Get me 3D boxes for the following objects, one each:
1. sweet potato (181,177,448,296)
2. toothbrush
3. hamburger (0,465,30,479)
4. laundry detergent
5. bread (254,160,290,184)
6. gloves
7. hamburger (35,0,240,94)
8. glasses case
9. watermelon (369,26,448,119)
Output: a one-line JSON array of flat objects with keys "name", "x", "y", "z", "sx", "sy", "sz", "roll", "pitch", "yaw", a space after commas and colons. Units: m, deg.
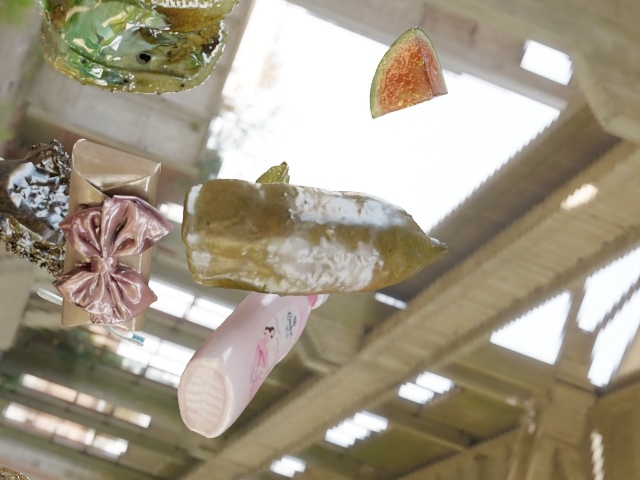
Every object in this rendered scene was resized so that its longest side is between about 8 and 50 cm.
[{"name": "sweet potato", "x": 0.000, "y": 0.000, "z": 1.798, "sx": 0.158, "sy": 0.369, "sz": 0.158, "roll": -178, "pitch": -90, "yaw": -81}, {"name": "toothbrush", "x": -0.251, "y": 0.084, "z": 1.498, "sx": 0.011, "sy": 0.131, "sz": 0.013, "roll": -57, "pitch": -172, "yaw": 50}, {"name": "hamburger", "x": -0.470, "y": 0.423, "z": 1.898, "sx": 0.231, "sy": 0.107, "sz": 0.231, "roll": -22, "pitch": -133, "yaw": 26}, {"name": "laundry detergent", "x": -0.083, "y": 0.132, "z": 1.906, "sx": 0.335, "sy": 0.087, "sz": 0.159, "roll": -47, "pitch": 158, "yaw": -53}, {"name": "bread", "x": -0.105, "y": -0.049, "z": 2.195, "sx": 0.188, "sy": 0.065, "sz": 0.149, "roll": -62, "pitch": 180, "yaw": -18}, {"name": "gloves", "x": -0.402, "y": -0.031, "z": 2.097, "sx": 0.135, "sy": 0.312, "sz": 0.210, "roll": -28, "pitch": -126, "yaw": 26}, {"name": "hamburger", "x": -0.245, "y": -0.294, "z": 1.847, "sx": 0.192, "sy": 0.288, "sz": 0.168, "roll": -96, "pitch": -156, "yaw": -44}, {"name": "glasses case", "x": -0.187, "y": 0.015, "z": 1.235, "sx": 0.070, "sy": 0.102, "sz": 0.194, "roll": -58, "pitch": 163, "yaw": -54}, {"name": "watermelon", "x": 0.128, "y": -0.225, "z": 1.874, "sx": 0.094, "sy": 0.125, "sz": 0.135, "roll": -125, "pitch": -155, "yaw": -49}]
